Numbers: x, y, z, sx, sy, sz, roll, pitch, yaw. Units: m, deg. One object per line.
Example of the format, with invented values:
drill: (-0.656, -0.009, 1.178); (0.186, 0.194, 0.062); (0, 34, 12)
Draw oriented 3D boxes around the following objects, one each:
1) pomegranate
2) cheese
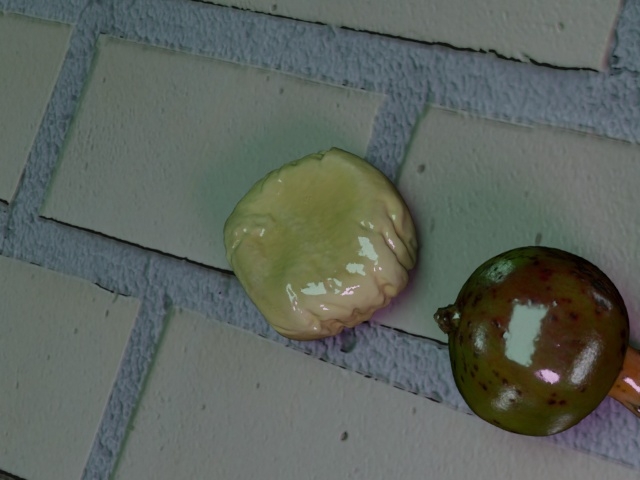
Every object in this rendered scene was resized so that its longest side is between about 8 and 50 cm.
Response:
pomegranate: (0.240, 0.120, 1.464); (0.198, 0.198, 0.246); (-45, 79, 10)
cheese: (0.000, 0.000, 1.666); (0.214, 0.117, 0.226); (-31, 59, 10)
